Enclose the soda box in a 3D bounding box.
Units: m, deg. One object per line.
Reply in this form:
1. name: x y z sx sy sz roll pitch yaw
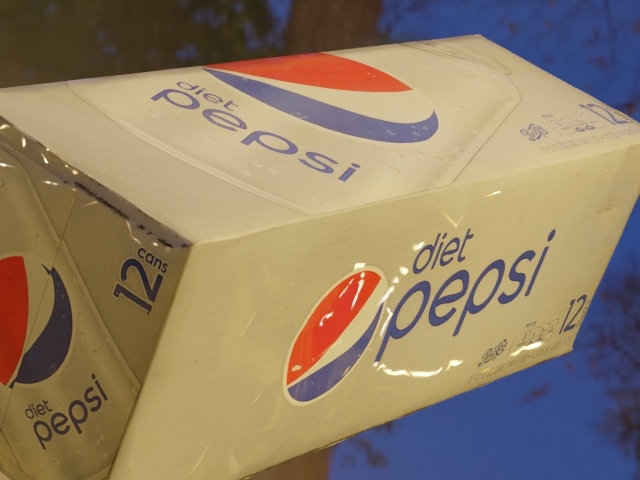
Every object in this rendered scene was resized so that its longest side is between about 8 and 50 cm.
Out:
1. soda box: 0.000 0.000 0.646 0.286 0.091 0.098 -14 -49 -54
